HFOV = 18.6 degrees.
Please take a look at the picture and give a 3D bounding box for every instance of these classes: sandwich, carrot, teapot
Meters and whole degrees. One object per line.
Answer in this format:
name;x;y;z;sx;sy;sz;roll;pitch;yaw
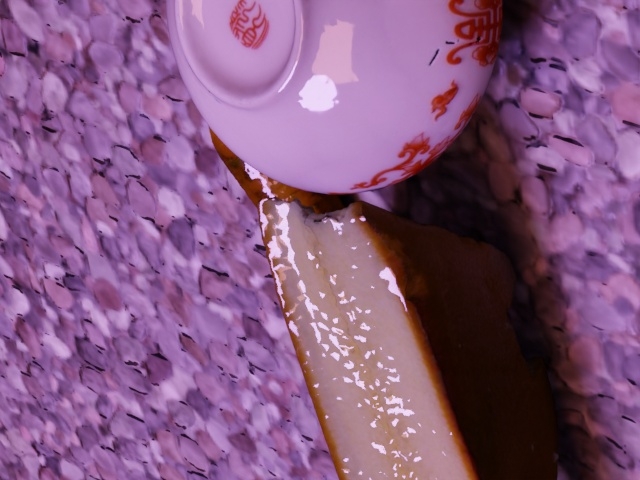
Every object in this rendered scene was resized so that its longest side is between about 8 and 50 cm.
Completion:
sandwich;0.047;0.066;0.902;0.090;0.088;0.244;-5;120;30
carrot;0.000;0.000;0.953;0.042;0.042;0.171;-16;110;50
teapot;0.011;-0.102;0.808;0.245;0.116;0.159;-13;79;41
